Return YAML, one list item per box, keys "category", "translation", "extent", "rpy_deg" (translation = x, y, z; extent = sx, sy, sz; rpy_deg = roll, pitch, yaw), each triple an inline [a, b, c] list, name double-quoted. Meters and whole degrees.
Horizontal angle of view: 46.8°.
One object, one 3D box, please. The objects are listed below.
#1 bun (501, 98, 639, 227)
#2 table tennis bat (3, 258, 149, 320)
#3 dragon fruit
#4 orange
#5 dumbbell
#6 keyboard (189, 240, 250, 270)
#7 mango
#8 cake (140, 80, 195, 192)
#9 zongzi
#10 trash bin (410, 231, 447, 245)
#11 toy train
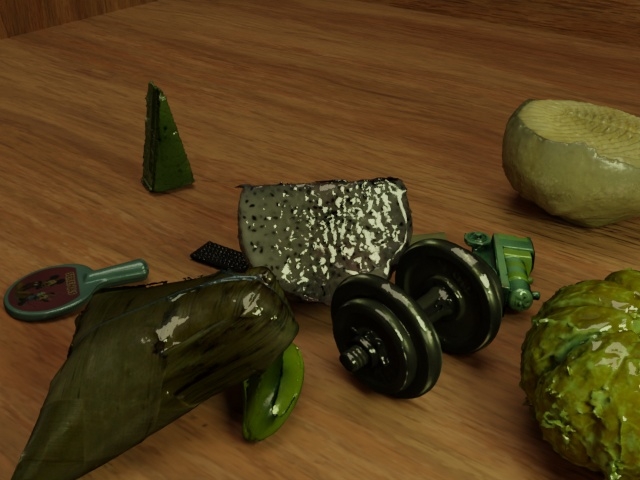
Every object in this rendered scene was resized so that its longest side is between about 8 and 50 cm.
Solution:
- category: "bun"
  translation: [0.530, -0.143, 1.477]
  extent: [0.365, 0.202, 0.364]
  rpy_deg: [6, 28, -3]
- category: "table tennis bat"
  translation: [-0.419, 0.077, 1.275]
  extent: [0.244, 0.040, 0.153]
  rpy_deg: [-14, 32, -13]
- category: "dragon fruit"
  translation: [0.000, 0.000, 1.254]
  extent: [0.283, 0.203, 0.221]
  rpy_deg: [-2, 3, -7]
- category: "orange"
  translation: [0.405, 0.180, 0.919]
  extent: [0.300, 0.223, 0.301]
  rpy_deg: [-12, 34, 1]
- category: "dumbbell"
  translation: [0.137, 0.109, 1.065]
  extent: [0.290, 0.192, 0.192]
  rpy_deg: [-27, 40, -36]
- category: "keyboard"
  translation: [-0.140, 0.043, 1.346]
  extent: [0.205, 0.013, 0.061]
  rpy_deg: [17, 36, 27]
- category: "mango"
  translation: [-0.069, 0.206, 1.016]
  extent: [0.091, 0.074, 0.165]
  rpy_deg: [-21, 37, 30]
- category: "cake"
  translation: [-0.325, -0.224, 1.589]
  extent: [0.099, 0.235, 0.100]
  rpy_deg: [-8, 32, -29]
- category: "zongzi"
  translation: [-0.207, 0.184, 0.926]
  extent: [0.323, 0.159, 0.360]
  rpy_deg: [-15, 28, 22]
- category: "trash bin"
  translation: [0.188, 0.017, 1.362]
  extent: [0.092, 0.042, 0.061]
  rpy_deg: [-2, 31, -1]
- category: "toy train"
  translation: [0.306, 0.055, 1.261]
  extent: [0.132, 0.083, 0.200]
  rpy_deg: [6, 32, 5]
